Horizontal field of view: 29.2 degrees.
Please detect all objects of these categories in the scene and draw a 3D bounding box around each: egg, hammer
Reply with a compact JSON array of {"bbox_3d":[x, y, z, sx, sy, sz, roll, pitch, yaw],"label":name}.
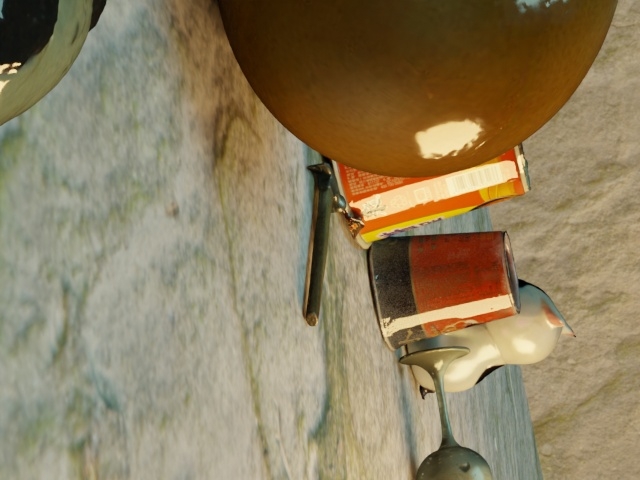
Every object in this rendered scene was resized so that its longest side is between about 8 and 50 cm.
[{"bbox_3d":[0.066,-0.200,0.846,0.351,0.283,0.282,-78,155,-46],"label":"egg"},{"bbox_3d":[0.000,0.000,0.998,0.182,0.017,0.062,-83,158,-51],"label":"hammer"}]

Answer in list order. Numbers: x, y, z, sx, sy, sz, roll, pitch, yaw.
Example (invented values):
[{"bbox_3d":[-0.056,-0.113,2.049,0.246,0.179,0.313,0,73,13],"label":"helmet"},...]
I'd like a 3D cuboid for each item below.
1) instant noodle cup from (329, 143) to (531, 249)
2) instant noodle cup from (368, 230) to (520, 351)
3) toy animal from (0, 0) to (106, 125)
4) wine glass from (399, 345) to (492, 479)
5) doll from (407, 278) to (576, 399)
[{"bbox_3d":[0.105,-0.107,1.179,0.213,0.174,0.213,-10,90,-78],"label":"instant noodle cup"},{"bbox_3d":[0.129,0.043,1.249,0.127,0.136,0.127,-10,90,-76],"label":"instant noodle cup"},{"bbox_3d":[-0.113,-0.109,0.423,0.225,0.094,0.121,-74,152,-66],"label":"toy animal"},{"bbox_3d":[0.131,0.211,1.256,0.079,0.079,0.195,42,38,-70],"label":"wine glass"},{"bbox_3d":[0.179,0.101,1.359,0.107,0.181,0.110,68,12,11],"label":"doll"}]
